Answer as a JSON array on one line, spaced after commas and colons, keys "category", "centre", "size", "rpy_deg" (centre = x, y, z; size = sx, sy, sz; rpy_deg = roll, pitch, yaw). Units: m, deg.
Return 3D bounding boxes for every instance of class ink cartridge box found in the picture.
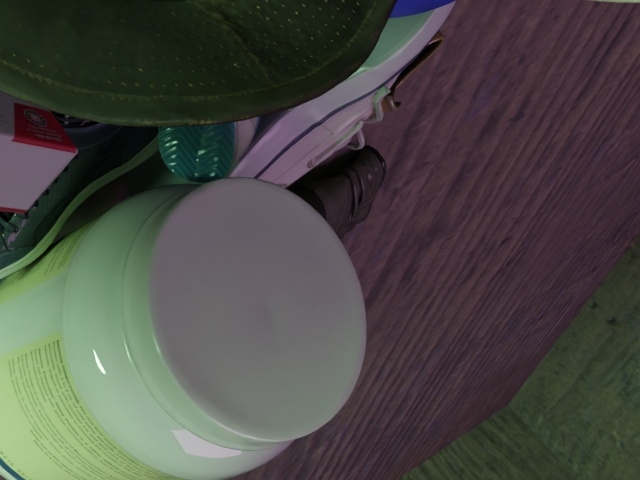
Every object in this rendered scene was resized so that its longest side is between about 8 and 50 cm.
[{"category": "ink cartridge box", "centre": [-0.238, -0.094, 0.638], "size": [0.063, 0.150, 0.109], "rpy_deg": [-46, 158, 19]}]

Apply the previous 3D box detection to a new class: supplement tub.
[{"category": "supplement tub", "centre": [-0.141, 0.089, 0.868], "size": [0.235, 0.235, 0.325], "rpy_deg": [-20, 178, -43]}]

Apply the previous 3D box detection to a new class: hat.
[{"category": "hat", "centre": [-0.121, -0.184, 0.526], "size": [0.331, 0.331, 0.134], "rpy_deg": [-28, 178, -31]}]

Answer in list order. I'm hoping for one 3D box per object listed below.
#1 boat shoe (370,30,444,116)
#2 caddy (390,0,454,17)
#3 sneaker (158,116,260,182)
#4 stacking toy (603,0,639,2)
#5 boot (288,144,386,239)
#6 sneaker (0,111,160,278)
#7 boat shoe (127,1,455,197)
[{"category": "boat shoe", "centre": [0.054, -0.160, 1.095], "size": [0.190, 0.072, 0.068], "rpy_deg": [-50, 157, 19]}, {"category": "caddy", "centre": [0.071, -0.308, 0.645], "size": [0.341, 0.241, 0.179], "rpy_deg": [-40, 164, -5]}, {"category": "sneaker", "centre": [-0.078, -0.166, 0.838], "size": [0.092, 0.088, 0.228], "rpy_deg": [-63, 169, -69]}, {"category": "stacking toy", "centre": [0.114, -0.355, 0.355], "size": [0.351, 0.351, 0.479], "rpy_deg": [27, 79, -66]}, {"category": "boot", "centre": [0.000, 0.000, 1.294], "size": [0.161, 0.083, 0.246], "rpy_deg": [-30, 157, -40]}, {"category": "sneaker", "centre": [-0.220, -0.069, 0.779], "size": [0.226, 0.086, 0.163], "rpy_deg": [-44, 166, -14]}, {"category": "boat shoe", "centre": [-0.005, -0.131, 0.973], "size": [0.367, 0.136, 0.156], "rpy_deg": [-44, 158, 11]}]
